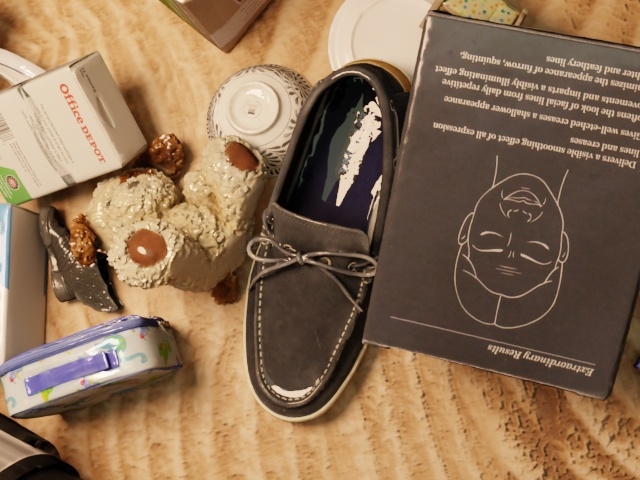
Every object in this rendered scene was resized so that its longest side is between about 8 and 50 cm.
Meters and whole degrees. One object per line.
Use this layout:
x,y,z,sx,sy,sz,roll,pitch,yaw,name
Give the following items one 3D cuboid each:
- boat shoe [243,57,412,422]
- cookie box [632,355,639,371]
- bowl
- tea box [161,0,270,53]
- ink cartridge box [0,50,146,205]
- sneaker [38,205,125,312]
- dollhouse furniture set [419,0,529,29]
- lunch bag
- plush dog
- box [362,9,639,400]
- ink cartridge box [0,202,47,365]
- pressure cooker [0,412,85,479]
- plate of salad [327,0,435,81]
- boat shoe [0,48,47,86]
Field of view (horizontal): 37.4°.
0.000,0.000,1.235,0.187,0.156,0.499,18,96,13,boat shoe
0.473,0.147,1.217,0.092,0.040,0.107,37,90,11,cookie box
-0.087,-0.176,1.323,0.170,0.080,0.170,-1,84,8,bowl
-0.167,-0.502,1.302,0.323,0.220,0.329,41,91,12,tea box
-0.368,-0.152,1.303,0.209,0.087,0.153,-15,112,24,ink cartridge box
-0.343,0.026,1.356,0.089,0.051,0.170,-13,86,7,sneaker
0.258,-0.318,1.265,0.182,0.101,0.161,32,75,-3,dollhouse furniture set
-0.305,0.170,1.267,0.219,0.176,0.090,-20,81,7,lunch bag
-0.215,-0.025,1.298,0.225,0.210,0.262,27,59,25,plush dog
0.241,-0.053,1.136,0.294,0.212,0.395,13,104,10,box
-0.559,0.068,1.342,0.308,0.129,0.223,-1,84,9,ink cartridge box
-0.477,0.403,1.168,0.421,0.370,0.375,22,93,15,pressure cooker
0.110,-0.268,1.320,0.200,0.048,0.199,0,86,-2,plate of salad
-0.406,-0.206,1.374,0.226,0.083,0.075,28,87,10,boat shoe
